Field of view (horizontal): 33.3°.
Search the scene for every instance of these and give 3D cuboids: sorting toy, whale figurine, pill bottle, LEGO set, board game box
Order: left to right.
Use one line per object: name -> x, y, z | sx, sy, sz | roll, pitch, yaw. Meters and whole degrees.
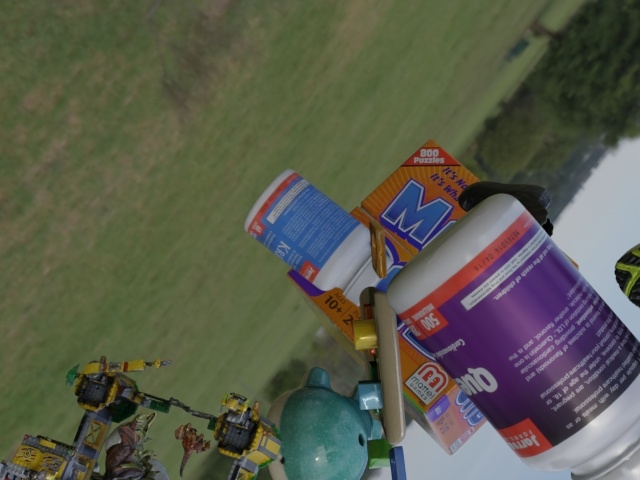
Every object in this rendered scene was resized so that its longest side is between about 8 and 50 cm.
LEGO set -> -0.225, 0.255, 1.256 | 0.255, 0.331, 0.192 | -62, 150, -13
pill bottle -> 0.000, 0.000, 1.670 | 0.124, 0.221, 0.124 | -51, 173, -9
whale figurine -> 0.032, 0.298, 1.655 | 0.141, 0.216, 0.272 | -13, 179, 34
sorting toy -> 0.063, 0.150, 1.340 | 0.196, 0.047, 0.348 | 169, -83, -86
board game box -> 0.219, 0.114, 1.959 | 0.356, 0.356, 0.356 | -43, 155, -6
pill bottle -> 0.233, 0.119, 1.155 | 0.181, 0.323, 0.181 | -40, 178, -2

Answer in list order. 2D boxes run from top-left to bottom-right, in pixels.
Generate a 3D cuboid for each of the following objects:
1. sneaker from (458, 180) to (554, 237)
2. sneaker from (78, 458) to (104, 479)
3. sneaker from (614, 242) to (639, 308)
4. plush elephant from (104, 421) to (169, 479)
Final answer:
sneaker -> 0.248, -0.036, 1.464 | 0.170, 0.051, 0.089 | 1, -139, 40
sneaker -> -0.392, 0.423, 1.644 | 0.330, 0.130, 0.147 | 173, -69, -76
sneaker -> 0.607, -0.011, 1.591 | 0.147, 0.145, 0.384 | -34, -175, -33
plush elephant -> -0.350, 0.581, 2.097 | 0.272, 0.255, 0.330 | -43, 136, -31
